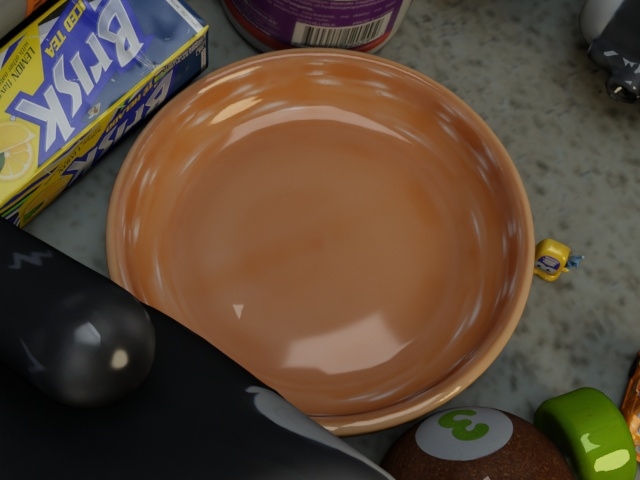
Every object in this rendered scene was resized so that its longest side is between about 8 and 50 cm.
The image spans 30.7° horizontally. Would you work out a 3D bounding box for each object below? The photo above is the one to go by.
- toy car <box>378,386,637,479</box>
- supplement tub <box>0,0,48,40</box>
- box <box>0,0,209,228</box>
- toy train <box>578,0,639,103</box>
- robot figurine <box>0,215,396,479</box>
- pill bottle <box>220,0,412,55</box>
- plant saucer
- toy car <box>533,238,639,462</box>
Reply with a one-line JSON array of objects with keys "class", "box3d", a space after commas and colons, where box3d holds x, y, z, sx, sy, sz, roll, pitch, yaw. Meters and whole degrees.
[{"class": "toy car", "box3d": [0.087, 0.125, 0.452, 0.155, 0.188, 0.149, -17, 74, -14]}, {"class": "supplement tub", "box3d": [-0.143, -0.228, 0.542, 0.193, 0.193, 0.316, 41, 71, 7]}, {"class": "box", "box3d": [-0.131, -0.058, 0.546, 0.169, 0.054, 0.059, -43, 85, -12]}, {"class": "toy train", "box3d": [0.297, -0.084, 0.593, 0.334, 0.142, 0.190, 35, 79, 5]}, {"class": "robot figurine", "box3d": [-0.077, 0.116, 0.398, 0.278, 0.173, 0.209, 29, 94, 44]}, {"class": "pill bottle", "box3d": [0.009, -0.170, 0.543, 0.108, 0.193, 0.108, 3, 70, -8]}, {"class": "plant saucer", "box3d": [0.000, 0.000, 0.555, 0.200, 0.037, 0.200, 1, 65, -3]}, {"class": "toy car", "box3d": [0.138, 0.054, 0.564, 0.122, 0.040, 0.060, 40, 70, 6]}]
